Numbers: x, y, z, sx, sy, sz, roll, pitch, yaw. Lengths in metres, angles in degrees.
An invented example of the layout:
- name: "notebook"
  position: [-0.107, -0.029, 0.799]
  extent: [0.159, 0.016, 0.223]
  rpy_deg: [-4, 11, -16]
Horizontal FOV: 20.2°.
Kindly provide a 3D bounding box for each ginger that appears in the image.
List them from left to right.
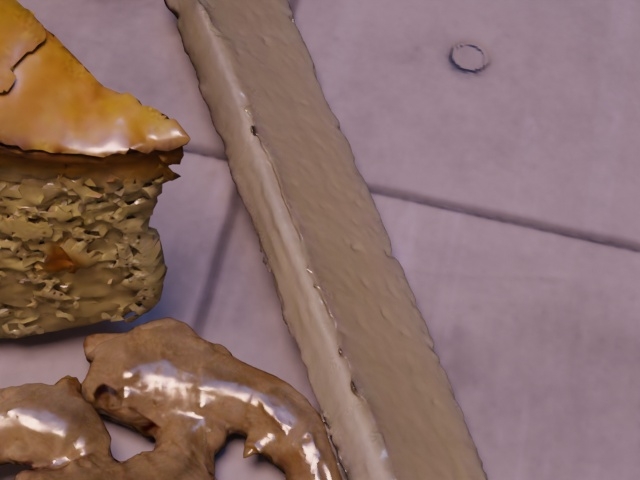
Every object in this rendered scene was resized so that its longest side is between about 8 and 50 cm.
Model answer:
- name: "ginger"
  position: [-0.118, 0.118, 0.834]
  extent: [0.258, 0.065, 0.149]
  rpy_deg: [-21, 55, -31]

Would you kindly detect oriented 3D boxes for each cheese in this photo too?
- name: "cheese"
  position: [0.002, -0.001, 0.936]
  extent: [0.085, 0.034, 0.400]
  rpy_deg: [9, 47, -37]

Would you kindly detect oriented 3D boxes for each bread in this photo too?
- name: "bread"
  position: [-0.227, -0.103, 0.870]
  extent: [0.315, 0.248, 0.279]
  rpy_deg: [1, 55, -7]
